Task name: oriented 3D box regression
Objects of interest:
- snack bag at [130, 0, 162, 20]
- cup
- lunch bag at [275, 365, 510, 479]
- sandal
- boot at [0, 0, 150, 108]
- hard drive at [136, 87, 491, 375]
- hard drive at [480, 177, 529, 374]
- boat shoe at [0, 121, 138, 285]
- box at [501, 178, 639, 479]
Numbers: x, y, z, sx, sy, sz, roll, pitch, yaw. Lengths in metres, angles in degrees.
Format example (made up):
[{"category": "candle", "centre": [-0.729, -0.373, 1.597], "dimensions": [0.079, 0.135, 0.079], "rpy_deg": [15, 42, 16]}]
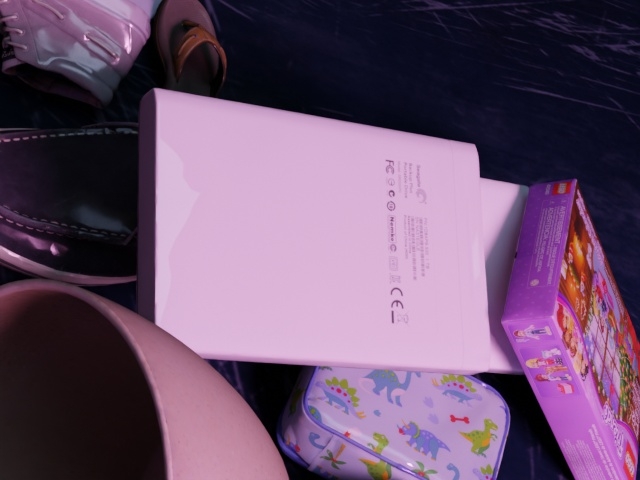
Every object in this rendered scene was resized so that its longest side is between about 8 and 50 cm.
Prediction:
[{"category": "snack bag", "centre": [-0.298, -0.370, 1.568], "dimensions": [0.323, 0.037, 0.342], "rpy_deg": [35, 49, 0]}, {"category": "cup", "centre": [-0.157, 0.212, 1.026], "dimensions": [0.237, 0.331, 0.331], "rpy_deg": [17, 43, -50]}, {"category": "lunch bag", "centre": [0.077, 0.182, 1.301], "dimensions": [0.219, 0.090, 0.176], "rpy_deg": [29, 43, -6]}, {"category": "sandal", "centre": [-0.145, -0.198, 1.482], "dimensions": [0.090, 0.060, 0.219], "rpy_deg": [28, 46, -33]}, {"category": "boot", "centre": [-0.320, -0.240, 1.397], "dimensions": [0.258, 0.095, 0.123], "rpy_deg": [25, 74, -4]}, {"category": "hard drive", "centre": [0.000, 0.000, 1.209], "dimensions": [0.353, 0.047, 0.233], "rpy_deg": [7, 74, -31]}, {"category": "hard drive", "centre": [0.086, 0.023, 1.307], "dimensions": [0.307, 0.040, 0.203], "rpy_deg": [8, 73, -30]}, {"category": "boat shoe", "centre": [-0.139, -0.049, 1.322], "dimensions": [0.500, 0.156, 0.187], "rpy_deg": [8, 53, -24]}, {"category": "box", "centre": [0.277, 0.110, 1.379], "dimensions": [0.293, 0.057, 0.201], "rpy_deg": [61, 34, -36]}]
